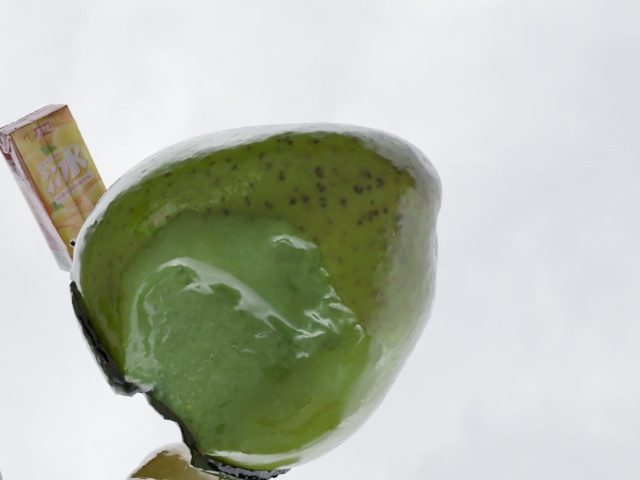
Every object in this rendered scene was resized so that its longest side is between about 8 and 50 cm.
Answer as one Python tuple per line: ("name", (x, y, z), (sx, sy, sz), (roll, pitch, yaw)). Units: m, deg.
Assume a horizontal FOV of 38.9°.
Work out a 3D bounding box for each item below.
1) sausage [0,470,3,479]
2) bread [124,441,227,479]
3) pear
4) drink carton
("sausage", (-0.270, 0.218, 0.656), (0.062, 0.183, 0.054), (-31, -78, 4))
("bread", (-0.141, 0.367, 0.983), (0.211, 0.316, 0.270), (17, -59, 11))
("pear", (-0.017, 0.033, 0.672), (0.292, 0.159, 0.292), (0, -67, 1))
("drink carton", (-0.355, -0.070, 1.256), (0.071, 0.096, 0.223), (10, -52, 49))
